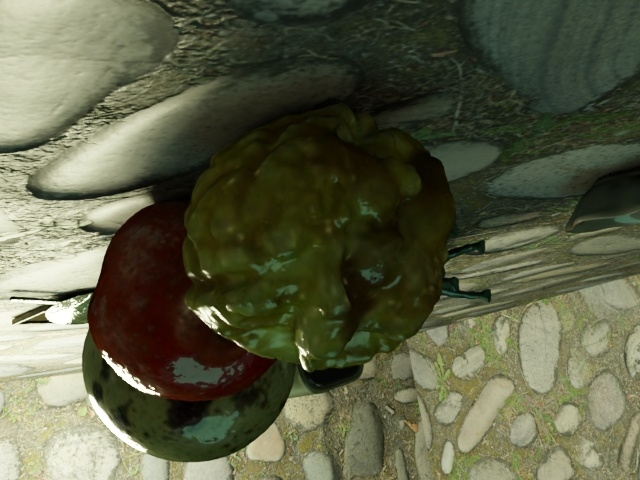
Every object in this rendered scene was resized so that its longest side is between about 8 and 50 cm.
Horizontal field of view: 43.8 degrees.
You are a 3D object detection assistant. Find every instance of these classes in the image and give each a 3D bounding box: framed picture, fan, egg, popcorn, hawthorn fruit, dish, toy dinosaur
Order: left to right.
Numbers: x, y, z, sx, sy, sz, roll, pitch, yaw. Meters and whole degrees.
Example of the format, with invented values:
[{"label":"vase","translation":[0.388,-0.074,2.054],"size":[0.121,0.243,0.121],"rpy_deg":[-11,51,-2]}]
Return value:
[{"label":"framed picture","translation":[-0.508,0.155,1.720],"size":[0.184,0.016,0.250],"rpy_deg":[-21,164,42]},{"label":"fan","translation":[-0.445,0.120,1.569],"size":[0.223,0.012,0.294],"rpy_deg":[-14,163,-2]},{"label":"egg","translation":[-0.240,0.215,1.413],"size":[0.345,0.345,0.428],"rpy_deg":[2,169,-44]},{"label":"hawthorn fruit","translation":[-0.153,0.076,1.020],"size":[0.284,0.284,0.284],"rpy_deg":[-9,168,-2]},{"label":"popcorn","translation":[-0.010,0.001,0.811],"size":[0.282,0.282,0.247],"rpy_deg":[-1,172,-35]},{"label":"toy dinosaur","translation":[0.138,0.048,1.550],"size":[0.330,0.129,0.383],"rpy_deg":[-2,161,33]},{"label":"dish","translation":[0.508,-0.072,1.307],"size":[0.229,0.081,0.229],"rpy_deg":[-9,172,-1]}]

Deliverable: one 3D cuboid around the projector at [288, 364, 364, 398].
[{"label":"projector","translation":[-0.085,0.201,1.663],"size":[0.249,0.249,0.248],"rpy_deg":[-16,173,31]}]
